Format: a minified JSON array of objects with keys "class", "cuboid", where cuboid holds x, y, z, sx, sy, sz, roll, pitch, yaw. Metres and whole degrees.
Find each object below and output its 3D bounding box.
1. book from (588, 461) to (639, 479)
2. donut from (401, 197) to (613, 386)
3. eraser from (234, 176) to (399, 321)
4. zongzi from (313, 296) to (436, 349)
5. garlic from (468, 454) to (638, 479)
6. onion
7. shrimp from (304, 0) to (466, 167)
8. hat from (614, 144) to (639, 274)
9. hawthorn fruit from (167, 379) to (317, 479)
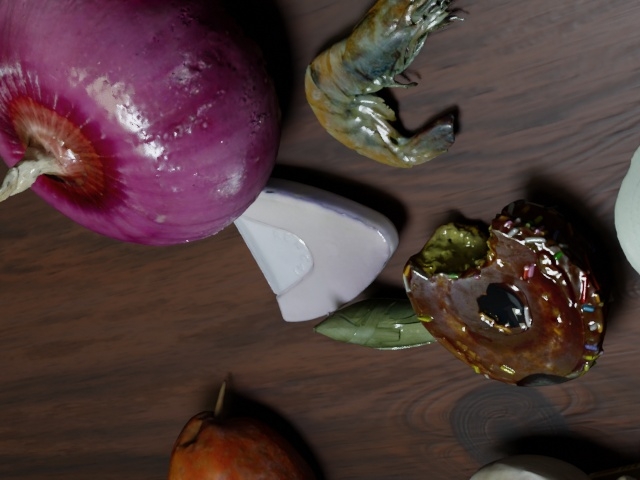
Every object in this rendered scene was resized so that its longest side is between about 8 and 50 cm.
[{"class":"book","cuboid":[0.408,0.301,1.585,0.172,0.012,0.118,-24,108,45]},{"class":"donut","cuboid":[0.212,0.053,1.466,0.216,0.096,0.230,42,138,-3]},{"class":"eraser","cuboid":[0.001,0.000,1.606,0.243,0.059,0.204,-6,119,44]},{"class":"zongzi","cuboid":[0.087,0.099,1.577,0.154,0.130,0.062,1,92,35]},{"class":"garlic","cuboid":[0.268,0.371,1.598,0.237,0.210,0.292,45,150,-12]},{"class":"onion","cuboid":[-0.220,-0.133,1.492,0.358,0.345,0.358,21,167,5]},{"class":"shrimp","cuboid":[0.094,-0.169,1.408,0.169,0.058,0.296,40,142,-9]},{"class":"hat","cuboid":[0.387,-0.023,1.220,0.258,0.168,0.301,51,137,-8]},{"class":"hawthorn fruit","cuboid":[-0.117,0.325,1.873,0.210,0.210,0.262,-15,96,43]}]
